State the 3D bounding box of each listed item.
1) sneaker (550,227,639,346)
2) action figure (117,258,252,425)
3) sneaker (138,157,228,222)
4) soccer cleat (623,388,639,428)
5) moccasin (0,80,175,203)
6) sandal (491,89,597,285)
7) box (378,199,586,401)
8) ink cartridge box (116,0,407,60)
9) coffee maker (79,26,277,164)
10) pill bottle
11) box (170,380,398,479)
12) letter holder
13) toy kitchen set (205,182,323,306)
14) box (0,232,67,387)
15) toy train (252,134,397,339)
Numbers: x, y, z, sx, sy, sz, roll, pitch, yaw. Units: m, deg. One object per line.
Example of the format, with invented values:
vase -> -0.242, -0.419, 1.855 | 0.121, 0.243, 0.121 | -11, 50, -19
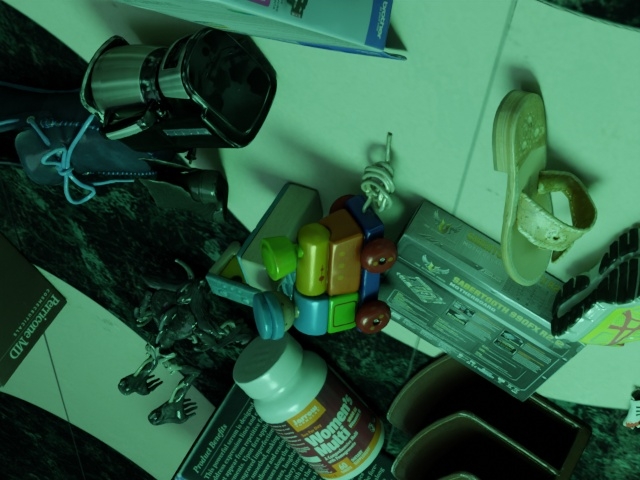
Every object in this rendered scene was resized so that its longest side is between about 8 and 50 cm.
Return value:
sneaker -> 0.317, 0.052, 1.216 | 0.094, 0.081, 0.208 | 21, 153, -14
action figure -> -0.196, 0.126, 1.751 | 0.164, 0.141, 0.276 | 34, 125, 14
sneaker -> -0.159, -0.059, 1.452 | 0.089, 0.051, 0.170 | 3, 168, 2
soccer cleat -> 0.366, 0.188, 1.412 | 0.035, 0.029, 0.083 | 40, 148, 5
moccasin -> -0.323, -0.111, 1.525 | 0.342, 0.117, 0.138 | 7, 142, 37
sandal -> 0.219, -0.032, 1.157 | 0.079, 0.088, 0.240 | 19, 144, 33
box -> 0.175, 0.072, 1.387 | 0.231, 0.056, 0.183 | 31, 150, 3
ink cartridge box -> -0.067, -0.214, 1.066 | 0.186, 0.065, 0.311 | 13, -176, 31
coffee maker -> -0.135, -0.153, 1.310 | 0.178, 0.120, 0.171 | 3, 173, 43
pill bottle -> -0.017, 0.232, 1.746 | 0.121, 0.121, 0.221 | -8, 132, 49
box -> -0.035, 0.426, 1.965 | 0.395, 0.212, 0.293 | 33, 151, 1
letter holder -> 0.177, 0.292, 1.624 | 0.214, 0.152, 0.302 | 34, 151, 1
toy kitchen set -> -0.086, 0.027, 1.500 | 0.166, 0.122, 0.207 | 18, 147, 24
box -> -0.607, 0.044, 1.956 | 0.143, 0.191, 0.381 | -1, 138, 44
toy train -> 0.000, 0.000, 1.324 | 0.105, 0.143, 0.248 | -125, 29, -45
